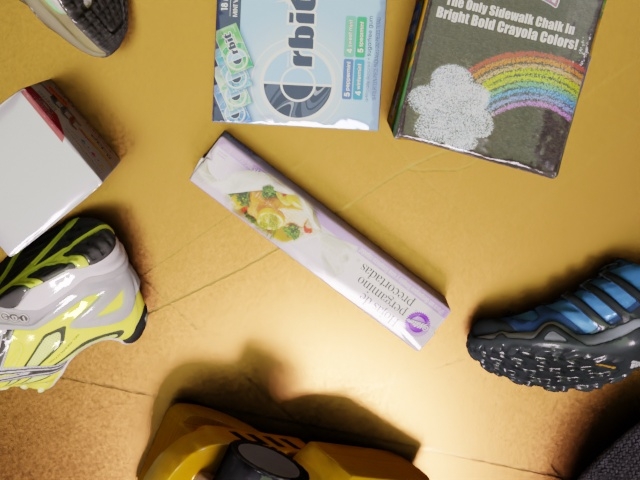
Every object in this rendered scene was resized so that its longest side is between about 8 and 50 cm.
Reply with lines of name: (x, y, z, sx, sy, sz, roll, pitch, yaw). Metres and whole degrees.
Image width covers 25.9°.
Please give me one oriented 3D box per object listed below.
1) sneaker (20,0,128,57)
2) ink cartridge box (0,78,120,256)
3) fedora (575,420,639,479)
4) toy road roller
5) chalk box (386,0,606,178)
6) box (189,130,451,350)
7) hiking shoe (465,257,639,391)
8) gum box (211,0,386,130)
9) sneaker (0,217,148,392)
sneaker: (-0.382, -0.330, 1.480, 0.410, 0.158, 0.182, 43, 129, -9)
ink cartridge box: (-0.307, -0.082, 1.482, 0.127, 0.176, 0.128, -39, 99, 4)
fedora: (0.364, 0.300, 1.540, 0.152, 0.334, 0.334, 43, 99, 23)
toy road roller: (-0.063, 0.300, 1.570, 0.329, 0.240, 0.203, 16, 103, -41)
chalk box: (0.190, -0.233, 1.455, 0.180, 0.179, 0.289, 14, 99, -2)
box: (0.000, 0.000, 1.554, 0.324, 0.067, 0.063, 37, 99, -8)
hiking shoe: (0.316, 0.089, 1.564, 0.304, 0.113, 0.132, -4, 56, 15)
gum box: (-0.024, -0.204, 1.527, 0.184, 0.041, 0.157, 2, 101, -1)
sneaker: (-0.369, 0.122, 1.541, 0.384, 0.145, 0.147, -24, 119, 12)
